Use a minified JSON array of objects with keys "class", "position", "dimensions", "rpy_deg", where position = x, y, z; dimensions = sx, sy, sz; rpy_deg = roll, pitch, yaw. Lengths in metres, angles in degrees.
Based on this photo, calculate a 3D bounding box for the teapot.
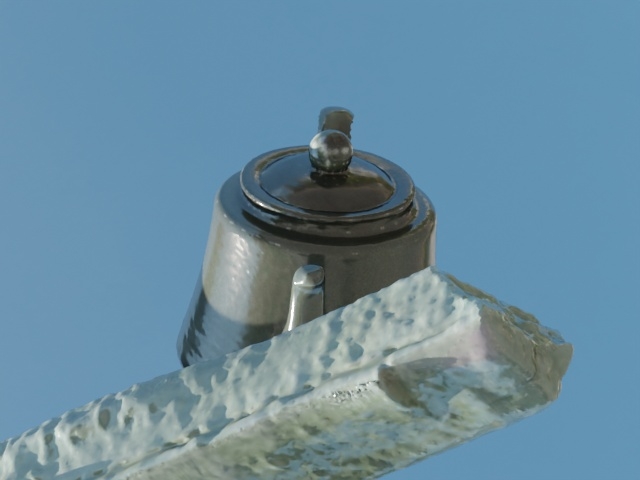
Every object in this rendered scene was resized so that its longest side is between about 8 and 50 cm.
[{"class":"teapot","position":[0.000,0.000,0.990],"dimensions":[0.239,0.162,0.149],"rpy_deg":[-78,-8,-63]}]

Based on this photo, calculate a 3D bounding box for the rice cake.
[{"class":"rice cake","position":[-0.029,0.045,0.348],"dimensions":[0.033,0.171,0.029],"rpy_deg":[48,-149,-35]}]
